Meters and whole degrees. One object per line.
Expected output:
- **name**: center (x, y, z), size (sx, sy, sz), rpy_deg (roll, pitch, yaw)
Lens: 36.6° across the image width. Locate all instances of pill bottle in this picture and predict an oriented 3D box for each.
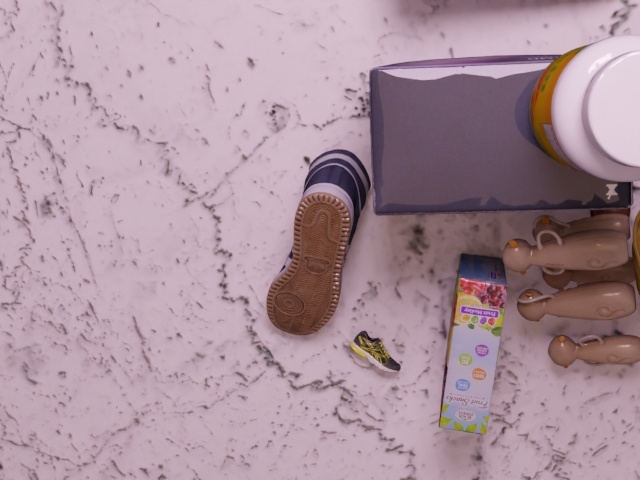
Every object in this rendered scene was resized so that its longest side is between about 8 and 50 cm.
- **pill bottle**: center (0.286, -0.128, 0.938), size (0.136, 0.245, 0.136), rpy_deg (1, 98, 4)

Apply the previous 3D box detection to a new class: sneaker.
- **sneaker**: center (0.000, 0.000, 1.376), size (0.099, 0.153, 0.282), rpy_deg (17, 132, 0)
- **sneaker**: center (0.084, 0.163, 1.420), size (0.083, 0.031, 0.035), rpy_deg (31, 101, 0)

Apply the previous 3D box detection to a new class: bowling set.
- **bowling set**: center (0.347, 0.031, 1.321), size (0.154, 0.200, 0.287), rpy_deg (-5, 135, 20)

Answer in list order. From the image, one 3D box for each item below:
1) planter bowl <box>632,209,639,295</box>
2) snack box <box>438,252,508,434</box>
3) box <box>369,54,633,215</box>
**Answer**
- **planter bowl**: center (0.477, 0.051, 1.246), size (0.217, 0.217, 0.090), rpy_deg (27, 142, 1)
- **snack box**: center (0.209, 0.136, 1.329), size (0.070, 0.174, 0.207), rpy_deg (9, 102, 7)
- **box**: center (0.216, -0.140, 1.217), size (0.296, 0.294, 0.182), rpy_deg (-2, 100, 6)
